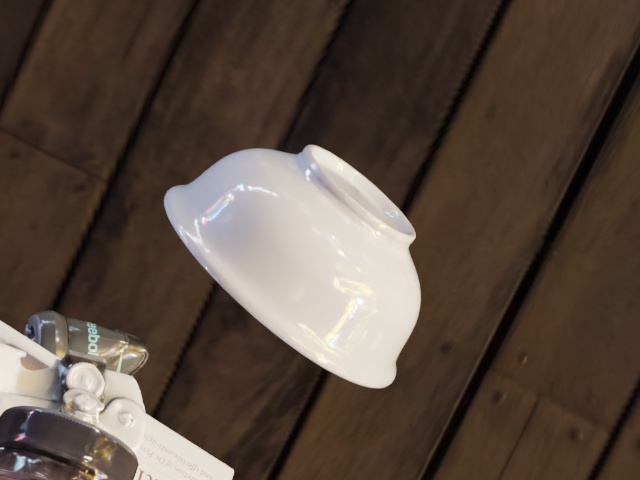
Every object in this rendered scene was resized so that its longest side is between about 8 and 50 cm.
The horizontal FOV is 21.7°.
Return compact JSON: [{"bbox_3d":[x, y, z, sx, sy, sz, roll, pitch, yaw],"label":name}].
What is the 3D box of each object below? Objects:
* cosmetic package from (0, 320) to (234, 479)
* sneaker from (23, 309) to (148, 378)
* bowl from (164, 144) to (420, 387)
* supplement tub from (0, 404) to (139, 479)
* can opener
[{"bbox_3d":[-0.255,0.206,1.174,0.377,0.097,0.284,37,52,-29],"label":"cosmetic package"},{"bbox_3d":[-0.228,0.162,1.528,0.106,0.267,0.101,2,56,-17],"label":"sneaker"},{"bbox_3d":[0.000,0.000,1.660,0.298,0.298,0.134,43,103,6],"label":"bowl"},{"bbox_3d":[-0.148,0.176,0.747,0.106,0.106,0.198,15,64,8],"label":"supplement tub"},{"bbox_3d":[-0.245,0.098,1.066,0.280,0.093,0.074,16,52,-21],"label":"can opener"}]
